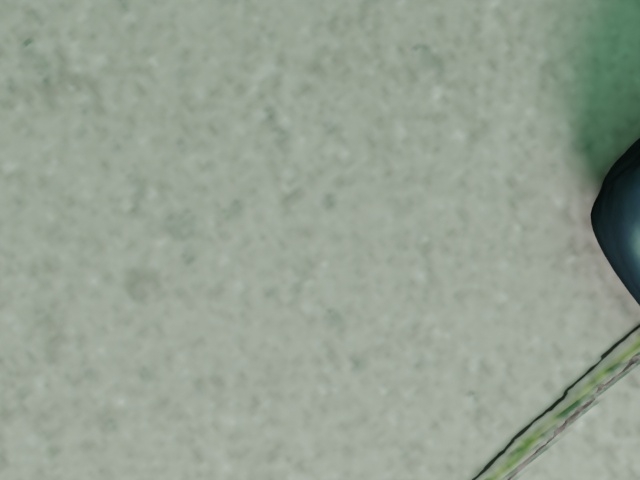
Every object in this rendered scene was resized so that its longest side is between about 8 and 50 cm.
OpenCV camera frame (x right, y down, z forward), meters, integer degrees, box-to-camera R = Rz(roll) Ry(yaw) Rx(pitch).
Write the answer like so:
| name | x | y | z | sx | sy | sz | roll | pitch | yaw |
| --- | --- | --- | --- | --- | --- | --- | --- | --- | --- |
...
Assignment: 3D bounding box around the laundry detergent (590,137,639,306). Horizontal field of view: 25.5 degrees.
| name | x | y | z | sx | sy | sz | roll | pitch | yaw |
| --- | --- | --- | --- | --- | --- | --- | --- | --- | --- |
| laundry detergent | 0.229 | 0.056 | 0.481 | 0.143 | 0.094 | 0.290 | -40 | 92 | -4 |
